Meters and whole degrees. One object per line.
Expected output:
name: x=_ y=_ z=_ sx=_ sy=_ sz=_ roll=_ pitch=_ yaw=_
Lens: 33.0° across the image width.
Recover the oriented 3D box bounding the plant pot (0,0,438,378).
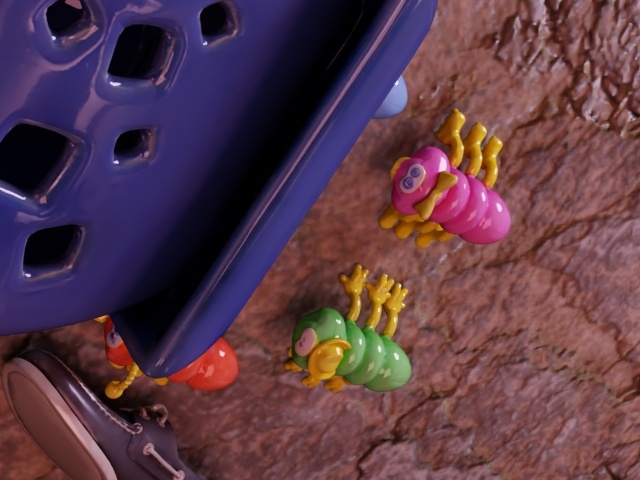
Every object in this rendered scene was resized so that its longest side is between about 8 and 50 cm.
plant pot: x=-0.106 y=-0.096 z=0.442 sx=0.212 sy=0.236 sz=0.236 roll=23 pitch=108 yaw=-38

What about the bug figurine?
bug figurine: x=0.000 y=0.000 z=0.631 sx=0.216 sy=0.072 sz=0.279 roll=22 pitch=108 yaw=-31

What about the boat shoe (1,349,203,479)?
boat shoe: x=-0.122 y=0.130 z=0.675 sx=0.065 sy=0.075 sz=0.206 roll=-50 pitch=129 yaw=-29
